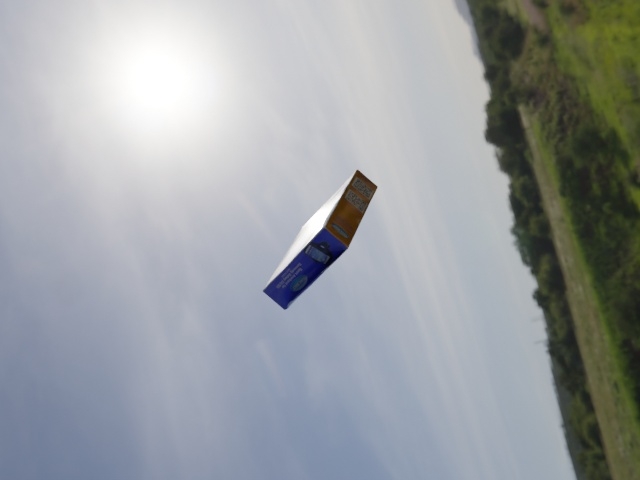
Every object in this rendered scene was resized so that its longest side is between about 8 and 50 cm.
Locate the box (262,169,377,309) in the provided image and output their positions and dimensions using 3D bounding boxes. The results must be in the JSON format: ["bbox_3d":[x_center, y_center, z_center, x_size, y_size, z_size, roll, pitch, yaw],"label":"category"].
[{"bbox_3d":[0.000,0.000,0.689,0.028,0.081,0.136,42,-151,-5],"label":"box"}]
